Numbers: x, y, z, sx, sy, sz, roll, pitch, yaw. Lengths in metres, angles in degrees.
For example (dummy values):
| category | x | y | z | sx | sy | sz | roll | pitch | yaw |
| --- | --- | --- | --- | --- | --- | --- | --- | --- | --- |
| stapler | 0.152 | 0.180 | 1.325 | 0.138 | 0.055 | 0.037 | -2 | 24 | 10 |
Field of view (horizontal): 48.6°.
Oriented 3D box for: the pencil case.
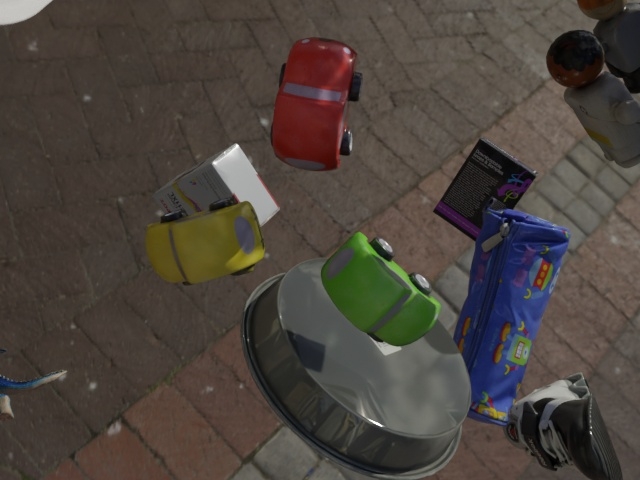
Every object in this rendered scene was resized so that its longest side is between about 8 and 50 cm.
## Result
| category | x | y | z | sx | sy | sz | roll | pitch | yaw |
| --- | --- | --- | --- | --- | --- | --- | --- | --- | --- |
| pencil case | 0.246 | 0.100 | 0.984 | 0.133 | 0.119 | 0.306 | 18 | 90 | -48 |

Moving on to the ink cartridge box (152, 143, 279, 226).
| category | x | y | z | sx | sy | sz | roll | pitch | yaw |
| --- | --- | --- | --- | --- | --- | --- | --- | --- | --- |
| ink cartridge box | -0.173 | -0.063 | 1.159 | 0.127 | 0.175 | 0.072 | 56 | 45 | -14 |

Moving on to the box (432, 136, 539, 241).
| category | x | y | z | sx | sy | sz | roll | pitch | yaw |
| --- | --- | --- | --- | --- | --- | --- | --- | --- | --- |
| box | 0.286 | -0.083 | 1.236 | 0.116 | 0.162 | 0.029 | 38 | 31 | 15 |

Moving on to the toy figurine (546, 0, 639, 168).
| category | x | y | z | sx | sy | sz | roll | pitch | yaw |
| --- | --- | --- | --- | --- | --- | --- | --- | --- | --- |
| toy figurine | 0.313 | -0.187 | 0.620 | 0.148 | 0.209 | 0.213 | 49 | 53 | -23 |

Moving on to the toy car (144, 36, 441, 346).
| category | x | y | z | sx | sy | sz | roll | pitch | yaw |
| --- | --- | --- | --- | --- | --- | --- | --- | --- | --- |
| toy car | 0.000 | 0.000 | 0.538 | 0.225 | 0.239 | 0.053 | 42 | 17 | -3 |

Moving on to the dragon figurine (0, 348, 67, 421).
| category | x | y | z | sx | sy | sz | roll | pitch | yaw |
| --- | --- | --- | --- | --- | --- | --- | --- | --- | --- |
| dragon figurine | -0.511 | 0.202 | 1.035 | 0.085 | 0.289 | 0.144 | 20 | 45 | -60 |

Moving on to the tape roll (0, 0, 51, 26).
| category | x | y | z | sx | sy | sz | roll | pitch | yaw |
| --- | --- | --- | --- | --- | --- | --- | --- | --- | --- |
| tape roll | -0.340 | -0.315 | 0.593 | 0.100 | 0.286 | 0.286 | -4 | 50 | 21 |

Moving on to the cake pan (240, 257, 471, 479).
| category | x | y | z | sx | sy | sz | roll | pitch | yaw |
| --- | --- | --- | --- | --- | --- | --- | --- | --- | --- |
| cake pan | 0.052 | 0.127 | 0.804 | 0.293 | 0.054 | 0.293 | 24 | 32 | -17 |

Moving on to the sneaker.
| category | x | y | z | sx | sy | sz | roll | pitch | yaw |
| --- | --- | --- | --- | --- | --- | --- | --- | --- | --- |
| sneaker | 0.343 | 0.284 | 1.031 | 0.146 | 0.330 | 0.122 | -19 | 84 | 14 |
